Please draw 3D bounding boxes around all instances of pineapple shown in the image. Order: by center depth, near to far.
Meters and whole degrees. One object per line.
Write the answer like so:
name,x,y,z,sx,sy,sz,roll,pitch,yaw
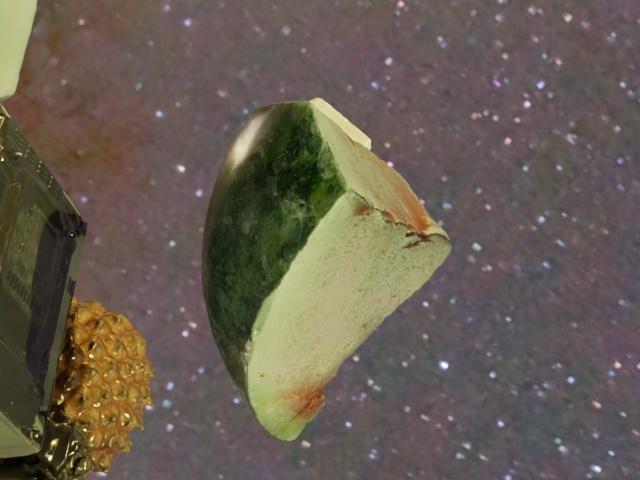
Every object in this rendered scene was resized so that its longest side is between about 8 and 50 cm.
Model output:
pineapple,-0.330,0.228,1.356,0.223,0.223,0.357,-41,-164,19

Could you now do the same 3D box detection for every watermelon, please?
watermelon,0.000,0.000,0.986,0.289,0.214,0.319,-108,-162,-56

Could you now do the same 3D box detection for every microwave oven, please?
microwave oven,-0.363,0.045,1.122,0.181,0.237,0.295,-8,-129,13

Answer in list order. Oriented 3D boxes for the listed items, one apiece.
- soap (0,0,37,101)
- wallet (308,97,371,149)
soap,-0.368,-0.215,0.750,0.115,0.347,0.208,-44,155,-70
wallet,-0.030,-0.115,1.502,0.124,0.032,0.183,42,-117,18
